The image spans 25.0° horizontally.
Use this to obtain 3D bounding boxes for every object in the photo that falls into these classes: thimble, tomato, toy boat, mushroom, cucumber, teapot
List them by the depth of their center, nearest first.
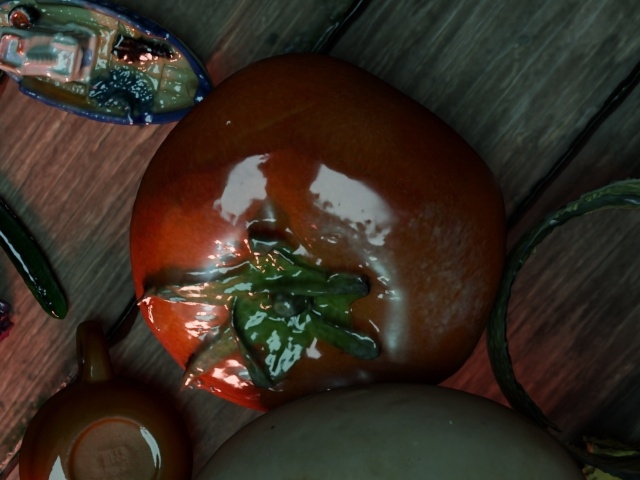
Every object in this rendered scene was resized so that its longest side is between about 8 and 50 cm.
[{"bbox_3d":[0.059,0.283,1.217,0.362,0.362,0.295,-9,61,11],"label":"mushroom"},{"bbox_3d":[0.286,0.082,1.324,0.270,0.150,0.271,0,87,-2],"label":"thimble"},{"bbox_3d":[0.000,0.000,1.334,0.341,0.273,0.341,5,117,10],"label":"tomato"},{"bbox_3d":[-0.224,-0.173,1.397,0.262,0.115,0.114,15,107,5],"label":"toy boat"},{"bbox_3d":[-0.317,0.005,1.504,0.036,0.033,0.184,-35,98,-9],"label":"cucumber"},{"bbox_3d":[-0.231,0.210,1.505,0.178,0.135,0.252,-6,85,-23],"label":"teapot"}]

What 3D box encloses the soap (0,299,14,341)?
[{"bbox_3d":[-0.428,0.100,1.434,0.162,0.250,0.099,33,106,1],"label":"soap"}]

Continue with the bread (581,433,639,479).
[{"bbox_3d":[0.310,0.340,1.426,0.204,0.162,0.262,18,109,-8],"label":"bread"}]
